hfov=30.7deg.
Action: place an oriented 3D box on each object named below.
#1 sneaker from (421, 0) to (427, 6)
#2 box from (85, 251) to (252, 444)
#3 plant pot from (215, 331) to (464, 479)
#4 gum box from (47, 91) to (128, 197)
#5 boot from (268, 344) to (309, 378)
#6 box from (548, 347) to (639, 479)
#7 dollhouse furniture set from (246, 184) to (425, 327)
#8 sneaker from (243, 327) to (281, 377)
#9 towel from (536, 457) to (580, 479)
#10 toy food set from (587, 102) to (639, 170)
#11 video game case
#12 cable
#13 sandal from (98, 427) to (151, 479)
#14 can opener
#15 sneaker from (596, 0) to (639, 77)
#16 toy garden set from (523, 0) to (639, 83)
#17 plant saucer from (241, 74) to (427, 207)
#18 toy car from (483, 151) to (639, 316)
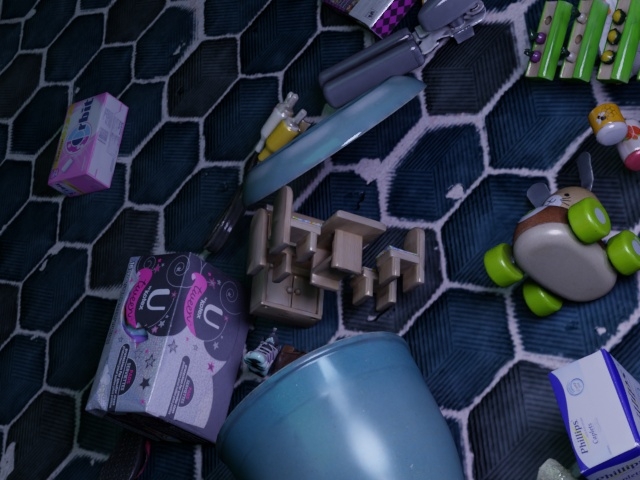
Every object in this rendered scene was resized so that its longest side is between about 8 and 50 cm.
[{"bbox_3d":[0.179,-0.397,1.852,0.037,0.032,0.083,-5,56,11],"label":"sneaker"},{"bbox_3d":[-0.218,0.161,1.738,0.142,0.163,0.247,-6,62,39],"label":"box"},{"bbox_3d":[0.053,0.292,1.388,0.272,0.272,0.255,-40,61,13],"label":"plant pot"},{"bbox_3d":[-0.435,-0.184,2.198,0.107,0.062,0.188,-10,59,35],"label":"gum box"},{"bbox_3d":[-0.044,0.210,1.656,0.106,0.037,0.114,8,66,56],"label":"boot"},{"bbox_3d":[0.324,0.208,1.284,0.072,0.137,0.126,-29,49,21],"label":"box"},{"bbox_3d":[0.000,0.000,1.630,0.242,0.212,0.161,-39,41,53],"label":"dollhouse furniture set"},{"bbox_3d":[-0.080,0.155,1.686,0.038,0.098,0.069,28,74,4],"label":"sneaker"},{"bbox_3d":[0.269,0.327,1.291,0.110,0.027,0.148,32,120,44],"label":"towel"},{"bbox_3d":[0.447,-0.129,1.397,0.232,0.111,0.104,-16,57,-1],"label":"toy food set"},{"bbox_3d":[0.121,-0.446,1.888,0.232,0.042,0.210,-50,32,3],"label":"video game case"},{"bbox_3d":[-0.113,-0.116,1.879,0.287,0.072,0.139,-50,22,11],"label":"cable"},{"bbox_3d":[-0.286,0.326,1.791,0.067,0.040,0.179,-6,47,31],"label":"sandal"},{"bbox_3d":[0.118,-0.308,1.781,0.283,0.095,0.076,-27,38,7],"label":"can opener"},{"bbox_3d":[0.434,-0.334,1.566,0.121,0.099,0.262,-11,66,26],"label":"sneaker"},{"bbox_3d":[0.362,-0.305,1.490,0.244,0.049,0.203,13,87,57],"label":"toy garden set"},{"bbox_3d":[0.010,-0.152,1.685,0.318,0.043,0.317,-33,7,4],"label":"plant saucer"},{"bbox_3d":[0.301,-0.028,1.456,0.155,0.149,0.188,-32,36,35],"label":"toy car"}]
